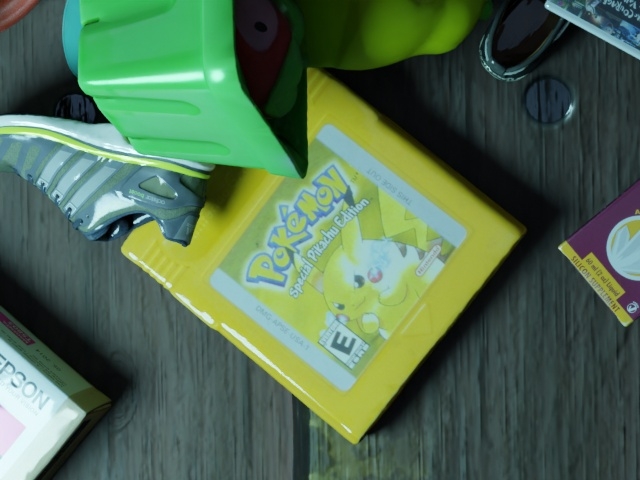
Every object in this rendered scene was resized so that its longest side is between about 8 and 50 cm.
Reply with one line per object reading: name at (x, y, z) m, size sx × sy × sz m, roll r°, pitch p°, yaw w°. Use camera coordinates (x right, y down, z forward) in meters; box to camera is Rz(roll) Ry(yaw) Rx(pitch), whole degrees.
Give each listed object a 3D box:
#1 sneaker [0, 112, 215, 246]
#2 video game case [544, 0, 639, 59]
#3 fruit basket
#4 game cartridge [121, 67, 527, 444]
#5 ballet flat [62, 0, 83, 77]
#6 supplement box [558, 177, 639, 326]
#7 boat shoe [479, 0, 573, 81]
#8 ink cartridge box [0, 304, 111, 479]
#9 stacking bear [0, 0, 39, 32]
sneaker at (-0.248, -0.062, 1.792) m, size 0.300 × 0.111 × 0.121 m, roll 6°, pitch 88°, yaw 25°
video game case at (0.337, -0.253, 1.667) m, size 0.190 × 0.022 × 0.173 m, roll 30°, pitch 97°, yaw 7°
fruit basket at (-0.024, -0.256, 1.659) m, size 0.392 × 0.283 × 0.392 m, roll -5°, pitch 69°, yaw 13°
game cartridge at (0.000, 0.000, 1.795) m, size 0.323 × 0.052 × 0.285 m, roll 38°, pitch 98°, yaw 7°
ballet flat at (-0.222, -0.267, 1.802) m, size 0.077 × 0.079 × 0.221 m, roll 21°, pitch 133°, yaw 20°
supplement box at (0.338, -0.015, 1.714) m, size 0.188 × 0.081 × 0.104 m, roll -41°, pitch 84°, yaw 9°
boat shoe at (0.237, -0.259, 1.729) m, size 0.084 × 0.079 × 0.233 m, roll 35°, pitch 96°, yaw 10°
ink cartridge box at (-0.374, 0.172, 1.855) m, size 0.234 × 0.088 × 0.193 m, roll 40°, pitch 99°, yaw 8°
stacking bear at (-0.413, -0.357, 1.814) m, size 0.289 × 0.175 × 0.164 m, roll 44°, pitch 140°, yaw 18°
